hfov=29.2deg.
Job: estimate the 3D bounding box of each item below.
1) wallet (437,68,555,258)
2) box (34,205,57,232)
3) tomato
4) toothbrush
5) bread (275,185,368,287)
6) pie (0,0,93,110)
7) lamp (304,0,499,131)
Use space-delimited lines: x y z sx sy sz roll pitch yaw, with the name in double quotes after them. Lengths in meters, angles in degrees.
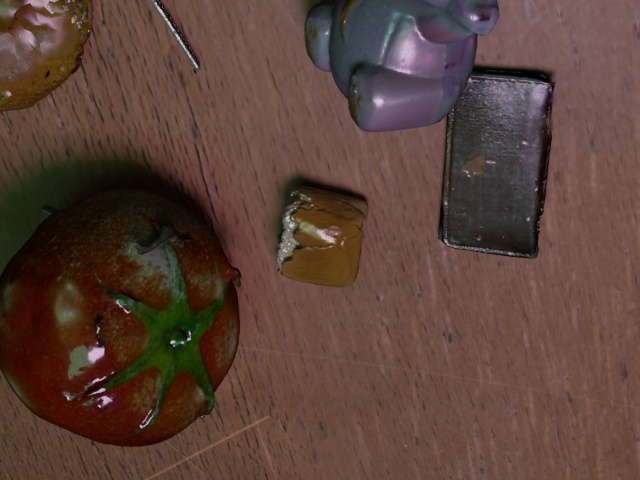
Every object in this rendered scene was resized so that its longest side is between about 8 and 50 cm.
0.201 -0.087 1.412 0.122 0.031 0.232 7 122 10 "wallet"
-0.344 -0.002 1.571 0.046 0.012 0.083 23 125 -4 "box"
-0.248 0.092 1.460 0.239 0.303 0.303 11 130 37 "tomato"
-0.209 -0.305 1.341 0.028 0.026 0.294 -25 116 7 "toothbrush"
0.000 0.001 1.472 0.106 0.082 0.125 16 122 7 "bread"
-0.377 -0.254 1.352 0.273 0.069 0.273 -10 129 -12 "pie"
0.123 -0.271 1.217 0.247 0.247 0.301 -7 135 -23 "lamp"
